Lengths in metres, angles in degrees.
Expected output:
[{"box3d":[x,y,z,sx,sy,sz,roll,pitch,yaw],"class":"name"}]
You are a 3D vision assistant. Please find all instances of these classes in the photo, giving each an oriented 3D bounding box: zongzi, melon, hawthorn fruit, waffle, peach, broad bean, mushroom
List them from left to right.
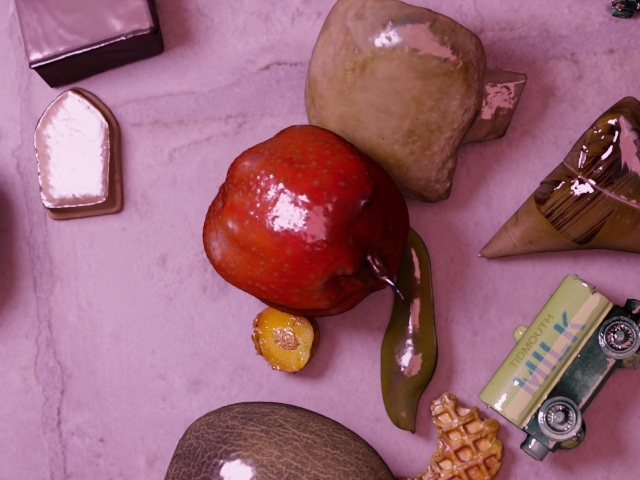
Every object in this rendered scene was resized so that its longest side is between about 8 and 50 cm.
[{"box3d":[-0.048,0.332,1.708,0.302,0.237,0.237,16,85,7],"class":"melon"},{"box3d":[-0.044,0.130,1.819,0.098,0.061,0.098,2,96,23],"class":"peach"},{"box3d":[0.000,0.000,1.716,0.254,0.254,0.300,-44,59,-1],"class":"hawthorn fruit"},{"box3d":[0.111,-0.185,1.781,0.292,0.212,0.217,25,78,0],"class":"mushroom"},{"box3d":[0.120,0.100,1.813,0.075,0.067,0.325,2,80,-10],"class":"broad bean"},{"box3d":[0.159,0.306,1.791,0.149,0.051,0.194,27,87,5],"class":"waffle"},{"box3d":[0.406,-0.003,1.783,0.274,0.145,0.300,41,106,1],"class":"zongzi"}]

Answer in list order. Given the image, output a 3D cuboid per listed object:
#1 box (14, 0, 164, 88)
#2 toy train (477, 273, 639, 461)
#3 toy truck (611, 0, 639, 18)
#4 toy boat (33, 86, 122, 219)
[{"box3d":[-0.331,-0.362,1.847,0.188,0.153,0.252,-17,83,1],"class":"box"},{"box3d":[0.323,0.162,1.778,0.157,0.105,0.253,36,88,21],"class":"toy train"},{"box3d":[0.479,-0.347,1.825,0.154,0.078,0.080,6,86,4],"class":"toy truck"},{"box3d":[-0.342,-0.128,1.867,0.116,0.061,0.188,-6,83,4],"class":"toy boat"}]
